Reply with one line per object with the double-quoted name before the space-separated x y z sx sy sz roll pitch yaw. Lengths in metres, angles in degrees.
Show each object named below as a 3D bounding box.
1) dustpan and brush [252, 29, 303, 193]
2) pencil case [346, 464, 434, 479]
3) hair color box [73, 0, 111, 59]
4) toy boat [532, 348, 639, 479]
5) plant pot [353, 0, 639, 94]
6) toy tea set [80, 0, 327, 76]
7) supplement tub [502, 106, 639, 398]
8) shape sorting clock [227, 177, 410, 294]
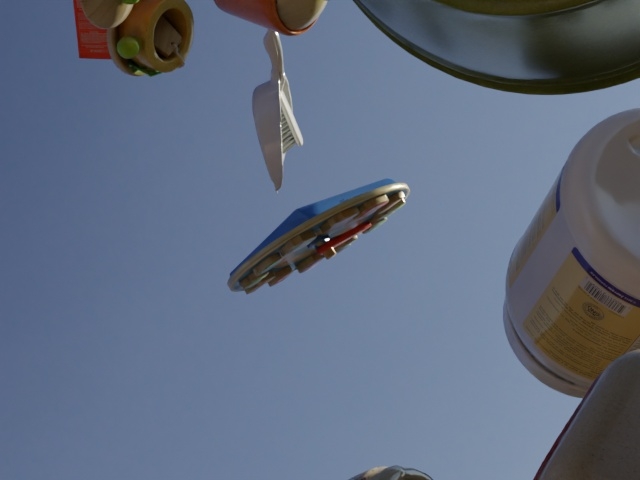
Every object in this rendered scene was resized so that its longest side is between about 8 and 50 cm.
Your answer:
"dustpan and brush" -0.057 -0.186 1.831 0.060 0.147 0.211 -13 -62 12
"pencil case" -0.104 0.261 0.717 0.410 0.183 0.160 -23 -10 20
"hair color box" -0.249 -0.277 1.554 0.043 0.072 0.141 2 -45 -2
"toy boat" 0.224 0.195 0.976 0.231 0.151 0.151 -46 -23 -42
"plant pot" 0.129 -0.257 0.832 0.366 0.366 0.353 -37 1 15
"toy tea set" -0.094 -0.245 1.252 0.336 0.124 0.200 -41 -44 -43
"supplement tub" 0.348 0.027 1.597 0.241 0.241 0.331 -15 -24 -17
"shape sorting clock" 0.000 0.000 1.406 0.206 0.040 0.206 -31 -12 -7
